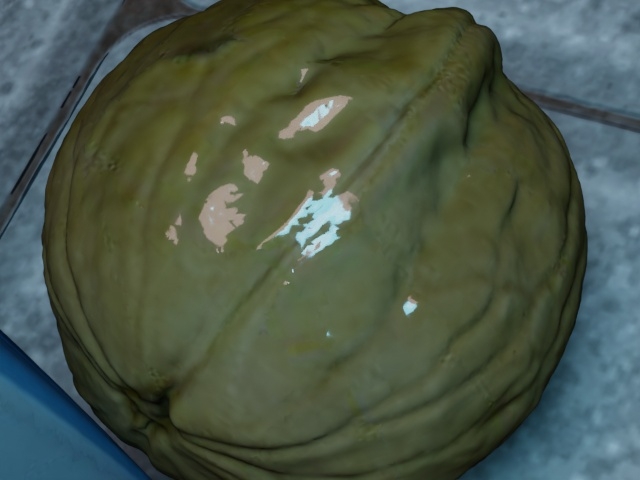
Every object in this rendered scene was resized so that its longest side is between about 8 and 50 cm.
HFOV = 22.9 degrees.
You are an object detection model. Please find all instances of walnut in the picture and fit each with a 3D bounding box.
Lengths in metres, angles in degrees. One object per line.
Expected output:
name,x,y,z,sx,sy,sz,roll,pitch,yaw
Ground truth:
walnut,0.000,0.000,0.651,0.228,0.228,0.228,-8,60,15

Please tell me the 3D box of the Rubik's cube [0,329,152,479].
Rubik's cube,-0.316,0.102,0.619,0.352,0.351,0.347,36,79,29
